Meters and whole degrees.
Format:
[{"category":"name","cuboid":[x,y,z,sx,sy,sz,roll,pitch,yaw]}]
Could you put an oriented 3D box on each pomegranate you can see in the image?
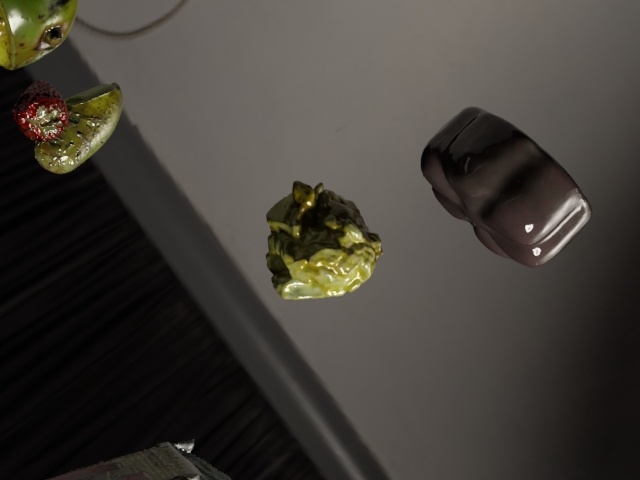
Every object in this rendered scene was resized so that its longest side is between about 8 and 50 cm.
[{"category":"pomegranate","cuboid":[-0.524,-0.434,1.914,0.260,0.260,0.341,-40,73,38]}]

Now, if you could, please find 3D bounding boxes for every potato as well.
[{"category":"potato","cuboid":[-0.403,-0.195,2.033,0.054,0.198,0.119,19,140,42]}]

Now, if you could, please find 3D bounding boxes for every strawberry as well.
[{"category":"strawberry","cuboid":[-0.356,-0.167,1.503,0.073,0.073,0.083,-67,33,35]}]

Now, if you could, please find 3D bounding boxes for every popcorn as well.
[{"category":"popcorn","cuboid":[-0.001,0.000,1.866,0.187,0.167,0.186,138,114,-70]}]

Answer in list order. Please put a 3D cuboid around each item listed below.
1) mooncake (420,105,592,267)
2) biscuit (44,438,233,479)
[{"category":"mooncake","cuboid":[0.252,-0.073,1.615,0.245,0.133,0.245,43,173,7]},{"category":"biscuit","cuboid":[-0.264,0.312,1.351,0.186,0.309,0.079,-166,65,-68]}]
